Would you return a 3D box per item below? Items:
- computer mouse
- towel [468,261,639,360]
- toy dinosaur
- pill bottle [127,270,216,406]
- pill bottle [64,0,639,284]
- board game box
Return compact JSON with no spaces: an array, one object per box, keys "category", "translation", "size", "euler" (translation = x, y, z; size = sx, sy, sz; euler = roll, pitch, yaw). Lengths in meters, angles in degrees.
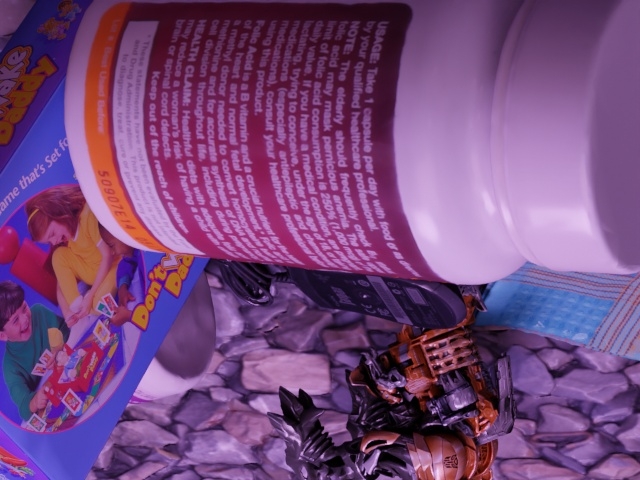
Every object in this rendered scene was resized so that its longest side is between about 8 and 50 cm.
[{"category":"computer mouse","translation":[0.000,0.000,1.470],"size":[0.262,0.060,0.184],"euler":[5,150,35]},{"category":"towel","translation":[0.340,0.033,1.504],"size":[0.370,0.040,0.271],"euler":[14,141,-9]},{"category":"toy dinosaur","translation":[0.085,0.181,1.552],"size":[0.218,0.322,0.164],"euler":[0,167,38]},{"category":"pill bottle","translation":[-0.262,0.087,1.545],"size":[0.301,0.169,0.169],"euler":[-16,136,24]},{"category":"pill bottle","translation":[0.039,-0.086,1.162],"size":[0.392,0.224,0.224],"euler":[6,145,31]},{"category":"board game box","translation":[-0.188,-0.013,1.272],"size":[0.078,0.347,0.233],"euler":[8,146,34]}]
